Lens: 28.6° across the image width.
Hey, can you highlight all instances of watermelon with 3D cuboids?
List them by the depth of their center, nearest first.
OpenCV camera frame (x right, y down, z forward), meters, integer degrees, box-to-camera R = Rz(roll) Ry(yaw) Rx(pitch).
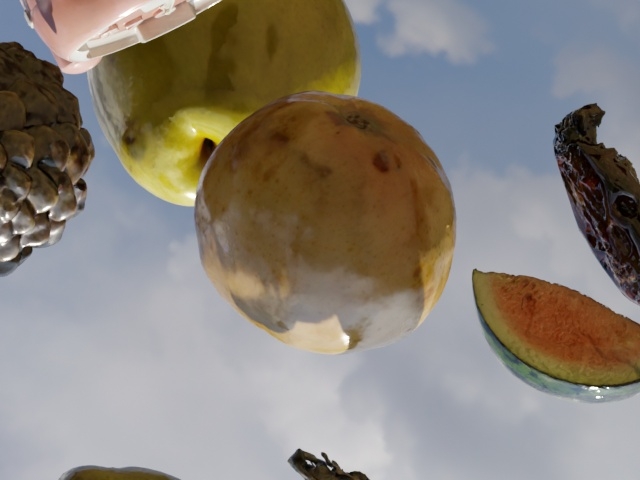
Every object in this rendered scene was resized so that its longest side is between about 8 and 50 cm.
[{"bbox_3d":[0.270,0.112,1.384,0.245,0.063,0.119,20,-107,14],"label":"watermelon"}]

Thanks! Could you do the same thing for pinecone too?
[{"bbox_3d":[-0.273,-0.072,0.974,0.184,0.179,0.205,38,-156,-35],"label":"pinecone"}]

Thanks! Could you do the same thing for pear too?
[{"bbox_3d":[-0.125,-0.234,1.641,0.362,0.362,0.418,23,-140,-16],"label":"pear"}]

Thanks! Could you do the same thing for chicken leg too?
[{"bbox_3d":[0.224,0.000,0.848,0.051,0.106,0.253,-23,-141,-6],"label":"chicken leg"}]

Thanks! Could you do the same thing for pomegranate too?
[{"bbox_3d":[0.003,-0.012,0.959,0.207,0.207,0.207,23,-148,-16],"label":"pomegranate"}]

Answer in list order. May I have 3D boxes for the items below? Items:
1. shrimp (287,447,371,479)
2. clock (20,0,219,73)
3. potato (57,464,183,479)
[{"bbox_3d":[0.008,0.258,0.999,0.219,0.152,0.046,44,169,48],"label":"shrimp"},{"bbox_3d":[-0.158,-0.254,1.081,0.142,0.227,0.241,64,173,-8],"label":"clock"},{"bbox_3d":[-0.231,0.345,1.525,0.200,0.137,0.155,16,-132,-17],"label":"potato"}]
